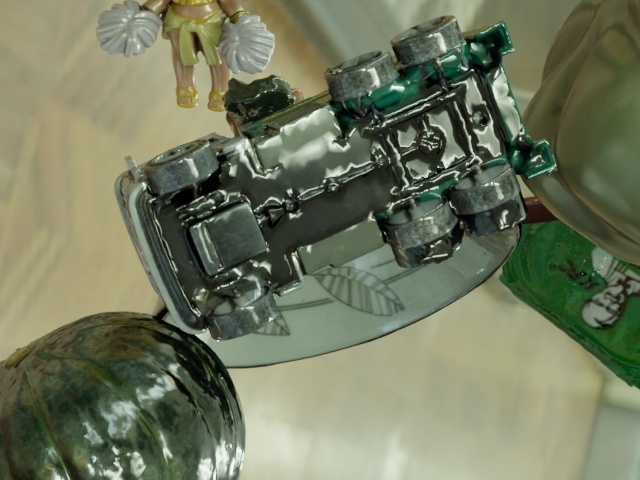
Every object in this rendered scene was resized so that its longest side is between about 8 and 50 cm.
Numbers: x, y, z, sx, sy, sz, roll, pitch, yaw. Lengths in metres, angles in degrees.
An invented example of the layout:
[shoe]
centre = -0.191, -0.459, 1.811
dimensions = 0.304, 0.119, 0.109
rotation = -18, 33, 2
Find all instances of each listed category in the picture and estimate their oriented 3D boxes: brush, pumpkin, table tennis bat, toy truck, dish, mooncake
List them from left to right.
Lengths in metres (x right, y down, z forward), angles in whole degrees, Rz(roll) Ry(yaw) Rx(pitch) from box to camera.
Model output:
[pumpkin]
centre = -0.169, 0.168, 1.449
dimensions = 0.250, 0.250, 0.216
rotation = -9, 79, -77
[brush]
centre = -0.025, -0.068, 1.709
dimensions = 0.323, 0.070, 0.051
rotation = 56, 16, -71
[dish]
centre = 0.000, 0.000, 1.592
dimensions = 0.316, 0.316, 0.106
rotation = 63, 10, -71
[toy truck]
centre = 0.002, -0.035, 1.018
dimensions = 0.110, 0.216, 0.116
rotation = 68, -12, -14
[table tennis bat]
centre = 0.222, -0.030, 1.794
dimensions = 0.098, 0.155, 0.019
rotation = 78, 6, -79
[mooncake]
centre = 0.227, -0.114, 1.206
dimensions = 0.275, 0.135, 0.275
rotation = -59, -170, 18

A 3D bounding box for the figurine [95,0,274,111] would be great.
[figurine]
centre = -0.120, -0.235, 1.901
dimensions = 0.116, 0.175, 0.240
rotation = -60, 153, -66

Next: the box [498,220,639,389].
[box]
centre = 0.370, 0.002, 1.951
dimensions = 0.337, 0.264, 0.106
rotation = -43, 143, -9
